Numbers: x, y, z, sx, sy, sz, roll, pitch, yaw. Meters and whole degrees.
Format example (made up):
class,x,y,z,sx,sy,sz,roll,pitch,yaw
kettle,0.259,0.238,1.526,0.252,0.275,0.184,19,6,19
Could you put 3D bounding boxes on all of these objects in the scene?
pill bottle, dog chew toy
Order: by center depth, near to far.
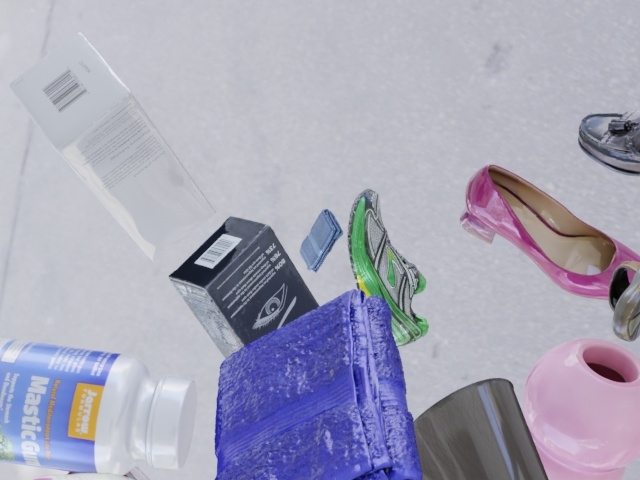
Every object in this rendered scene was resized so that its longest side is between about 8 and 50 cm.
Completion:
class,x,y,z,sx,sy,sz,roll,pitch,yaw
pill bottle,-0.296,0.209,1.347,0.272,0.152,0.152,7,85,4
dog chew toy,0.388,0.315,1.688,0.206,0.207,0.332,45,131,39

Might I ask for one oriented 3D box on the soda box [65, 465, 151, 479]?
class,x,y,z,sx,sy,sz,roll,pitch,yaw
soda box,-0.284,0.358,1.521,0.083,0.263,0.092,42,77,15

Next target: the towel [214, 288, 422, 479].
class,x,y,z,sx,sy,sz,roll,pitch,yaw
towel,-0.018,0.183,1.144,0.228,0.076,0.308,-24,29,12

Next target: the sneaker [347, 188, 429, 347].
class,x,y,z,sx,sy,sz,roll,pitch,yaw
sneaker,0.141,0.056,2.305,0.146,0.134,0.343,-13,96,5

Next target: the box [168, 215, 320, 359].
class,x,y,z,sx,sy,sz,roll,pitch,yaw
box,-0.114,0.090,1.729,0.108,0.207,0.153,13,51,48

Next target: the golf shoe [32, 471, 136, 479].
class,x,y,z,sx,sy,sz,roll,pitch,yaw
golf shoe,-0.210,0.307,0.811,0.115,0.140,0.306,19,84,58

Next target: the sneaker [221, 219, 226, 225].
class,x,y,z,sx,sy,sz,roll,pitch,yaw
sneaker,-0.144,0.003,1.865,0.031,0.035,0.083,-40,87,12

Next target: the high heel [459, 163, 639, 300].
class,x,y,z,sx,sy,sz,roll,pitch,yaw
high heel,0.423,-0.010,1.889,0.377,0.181,0.127,19,65,5

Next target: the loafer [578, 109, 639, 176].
class,x,y,z,sx,sy,sz,roll,pitch,yaw
loafer,0.520,-0.146,1.631,0.302,0.095,0.109,26,67,36

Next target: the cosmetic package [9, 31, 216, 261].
class,x,y,z,sx,sy,sz,roll,pitch,yaw
cosmetic package,-0.343,-0.148,1.850,0.155,0.365,0.197,-39,57,-5

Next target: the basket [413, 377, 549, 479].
class,x,y,z,sx,sy,sz,roll,pitch,yaw
basket,0.224,0.332,1.443,0.204,0.154,0.227,-47,49,24

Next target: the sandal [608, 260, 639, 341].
class,x,y,z,sx,sy,sz,roll,pitch,yaw
sandal,0.370,0.065,1.307,0.060,0.219,0.090,14,110,25

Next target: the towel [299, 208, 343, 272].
class,x,y,z,sx,sy,sz,roll,pitch,yaw
towel,0.000,0.000,2.098,0.119,0.029,0.067,-59,44,39
